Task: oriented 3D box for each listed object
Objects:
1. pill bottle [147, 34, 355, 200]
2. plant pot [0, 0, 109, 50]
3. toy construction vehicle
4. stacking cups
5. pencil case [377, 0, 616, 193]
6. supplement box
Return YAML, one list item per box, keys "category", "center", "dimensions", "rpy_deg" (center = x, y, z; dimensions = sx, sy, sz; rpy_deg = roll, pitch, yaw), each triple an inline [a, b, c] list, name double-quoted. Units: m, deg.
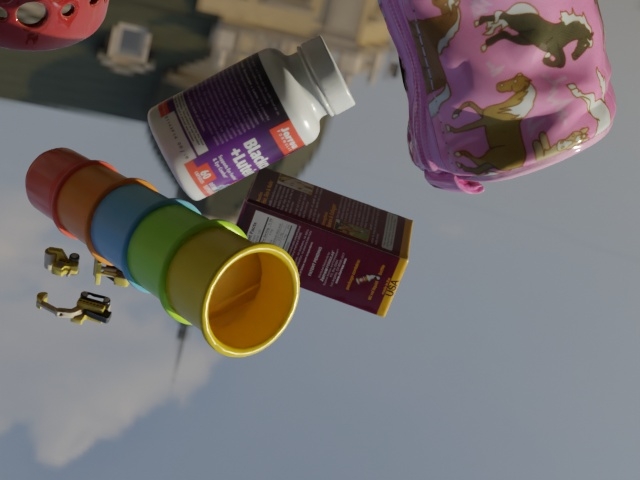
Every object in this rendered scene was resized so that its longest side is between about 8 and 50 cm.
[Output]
- category: "pill bottle"
  center: [-0.067, -0.129, 1.593]
  dimensions: [0.193, 0.108, 0.108]
  rpy_deg: [-27, -161, 5]
- category: "plant pot"
  center: [-0.311, -0.326, 1.686]
  dimensions: [0.191, 0.174, 0.191]
  rpy_deg: [11, -137, -10]
- category: "toy construction vehicle"
  center: [-0.248, 0.050, 1.652]
  dimensions: [0.098, 0.086, 0.035]
  rpy_deg: [16, -141, 0]
- category: "stacking cups"
  center: [-0.149, 0.002, 1.322]
  dimensions: [0.096, 0.096, 0.316]
  rpy_deg: [-1, -163, -40]
- category: "pencil case"
  center: [0.090, -0.224, 1.069]
  dimensions: [0.167, 0.386, 0.160]
  rpy_deg: [-15, -155, 12]
- category: "supplement box"
  center: [0.000, 0.000, 1.728]
  dimensions: [0.188, 0.081, 0.104]
  rpy_deg: [20, -155, -3]
